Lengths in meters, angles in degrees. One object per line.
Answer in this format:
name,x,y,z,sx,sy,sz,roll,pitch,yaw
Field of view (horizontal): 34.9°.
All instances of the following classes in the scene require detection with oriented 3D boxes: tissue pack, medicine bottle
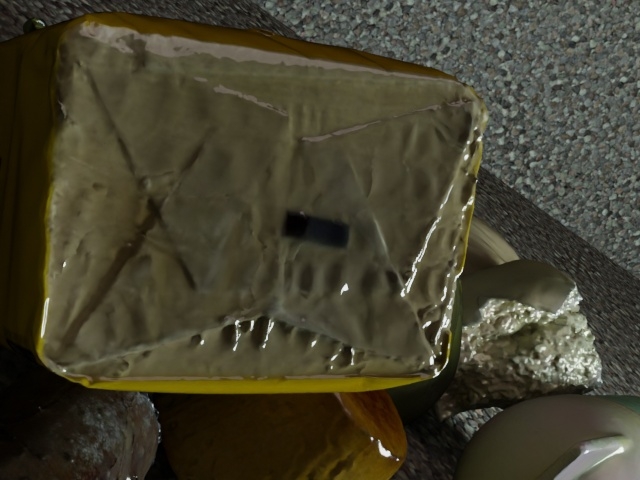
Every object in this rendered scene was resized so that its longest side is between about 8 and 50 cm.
tissue pack,-0.116,-0.029,0.744,0.293,0.228,0.382,3,1,-32
medicine bottle,0.277,0.285,1.106,0.406,0.236,0.235,11,35,-56

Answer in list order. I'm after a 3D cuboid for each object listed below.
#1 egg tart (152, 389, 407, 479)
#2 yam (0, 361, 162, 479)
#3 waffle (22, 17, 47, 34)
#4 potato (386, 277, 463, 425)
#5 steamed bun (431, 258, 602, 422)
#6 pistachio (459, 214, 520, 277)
egg tart,-0.031,0.168,0.878,0.215,0.171,0.215,52,11,-14
yam,-0.197,0.172,0.630,0.131,0.131,0.279,40,19,-4
waffle,-0.262,-0.157,1.289,0.297,0.073,0.317,25,32,-26
potato,0.036,0.071,1.098,0.221,0.243,0.326,10,-20,34
steamed bun,0.227,0.125,1.260,0.225,0.170,0.200,-16,72,-26
pistachio,0.139,0.043,1.438,0.332,0.226,0.207,19,71,-19
